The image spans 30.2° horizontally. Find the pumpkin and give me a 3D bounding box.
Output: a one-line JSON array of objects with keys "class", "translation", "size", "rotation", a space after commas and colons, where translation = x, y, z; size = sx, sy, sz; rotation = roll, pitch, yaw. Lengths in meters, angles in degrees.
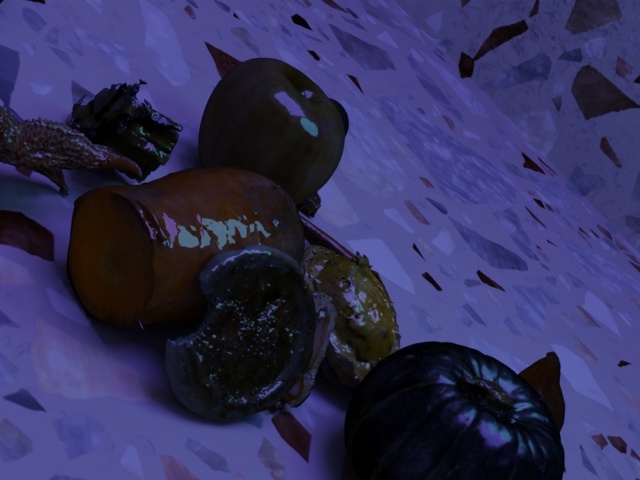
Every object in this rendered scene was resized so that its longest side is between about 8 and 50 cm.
[{"class": "pumpkin", "translation": [0.189, 0.295, 1.675], "size": [0.323, 0.241, 0.323], "rotation": [32, 24, -16]}]

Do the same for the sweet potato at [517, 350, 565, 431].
[{"class": "sweet potato", "translation": [0.371, 0.315, 2.084], "size": [0.112, 0.112, 0.359], "rotation": [38, 42, -9]}]

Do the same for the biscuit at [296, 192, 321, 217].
[{"class": "biscuit", "translation": [-0.083, -0.119, 2.221], "size": [0.199, 0.034, 0.064], "rotation": [36, 24, -15]}]

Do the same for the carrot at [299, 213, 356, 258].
[{"class": "carrot", "translation": [0.000, 0.000, 2.153], "size": [0.190, 0.037, 0.037], "rotation": [39, 24, 4]}]

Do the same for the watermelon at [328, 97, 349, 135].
[{"class": "watermelon", "translation": [0.005, -0.259, 2.495], "size": [0.105, 0.105, 0.133], "rotation": [13, 55, -48]}]

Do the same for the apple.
[{"class": "apple", "translation": [-0.089, -0.178, 2.069], "size": [0.257, 0.234, 0.257], "rotation": [31, 25, -16]}]

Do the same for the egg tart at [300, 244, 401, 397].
[{"class": "egg tart", "translation": [0.054, 0.113, 1.864], "size": [0.291, 0.107, 0.291], "rotation": [50, 23, -30]}]

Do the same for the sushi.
[{"class": "sushi", "translation": [-0.288, -0.163, 1.804], "size": [0.139, 0.131, 0.291], "rotation": [32, -12, -27]}]

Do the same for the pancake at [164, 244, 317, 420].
[{"class": "pancake", "translation": [-0.096, 0.125, 1.569], "size": [0.253, 0.253, 0.037], "rotation": [16, -1, -44]}]

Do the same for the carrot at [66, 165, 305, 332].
[{"class": "carrot", "translation": [-0.178, 0.009, 1.643], "size": [0.341, 0.224, 0.224], "rotation": [-11, 56, -51]}]

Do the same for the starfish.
[{"class": "starfish", "translation": [-0.399, -0.128, 1.606], "size": [0.293, 0.084, 0.301], "rotation": [23, -11, -40]}]

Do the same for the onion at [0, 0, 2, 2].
[{"class": "onion", "translation": [-0.571, -0.511, 1.935], "size": [0.207, 0.206, 0.216], "rotation": [26, 28, -32]}]

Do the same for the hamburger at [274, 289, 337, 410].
[{"class": "hamburger", "translation": [-0.054, 0.148, 1.705], "size": [0.087, 0.176, 0.102], "rotation": [16, 1, -40]}]
